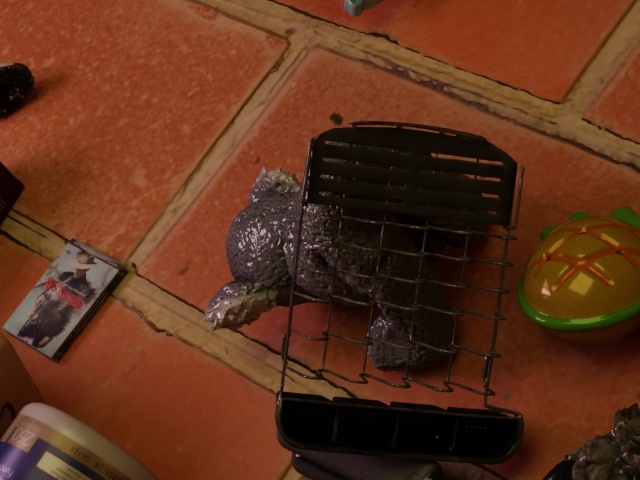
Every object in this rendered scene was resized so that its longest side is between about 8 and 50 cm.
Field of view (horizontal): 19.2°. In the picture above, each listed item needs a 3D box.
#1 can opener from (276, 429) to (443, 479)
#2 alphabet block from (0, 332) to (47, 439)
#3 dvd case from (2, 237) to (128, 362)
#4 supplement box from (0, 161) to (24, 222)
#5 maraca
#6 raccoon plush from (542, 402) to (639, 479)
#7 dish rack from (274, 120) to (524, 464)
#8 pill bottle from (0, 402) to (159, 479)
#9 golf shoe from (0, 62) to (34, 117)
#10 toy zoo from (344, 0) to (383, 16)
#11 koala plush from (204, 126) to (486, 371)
[{"bbox_3d":[0.064,0.225,1.562,0.283,0.076,0.095,20,60,40],"label":"can opener"},{"bbox_3d":[-0.403,0.154,1.774,0.193,0.192,0.197,31,71,17],"label":"alphabet block"},{"bbox_3d":[-0.260,0.059,1.920,0.087,0.013,0.119,26,72,40],"label":"dvd case"},{"bbox_3d":[-0.427,-0.003,1.983,0.073,0.130,0.239,14,64,37],"label":"supplement box"},{"bbox_3d":[0.233,0.023,1.608,0.127,0.099,0.185,-4,30,15],"label":"maraca"},{"bbox_3d":[0.343,0.237,1.323,0.446,0.216,0.299,-38,55,0],"label":"raccoon plush"},{"bbox_3d":[0.071,0.040,1.559,0.074,0.208,0.271,-161,77,-76],"label":"dish rack"},{"bbox_3d":[-0.267,0.288,1.660,0.153,0.153,0.264,19,68,38],"label":"pill bottle"},{"bbox_3d":[-0.415,-0.172,2.138,0.198,0.077,0.094,-20,49,15],"label":"golf shoe"},{"bbox_3d":[0.037,-0.362,1.976,0.192,0.030,0.293,2,62,0],"label":"toy zoo"},{"bbox_3d":[0.000,0.000,1.710,0.221,0.203,0.196,-8,52,40],"label":"koala plush"}]
